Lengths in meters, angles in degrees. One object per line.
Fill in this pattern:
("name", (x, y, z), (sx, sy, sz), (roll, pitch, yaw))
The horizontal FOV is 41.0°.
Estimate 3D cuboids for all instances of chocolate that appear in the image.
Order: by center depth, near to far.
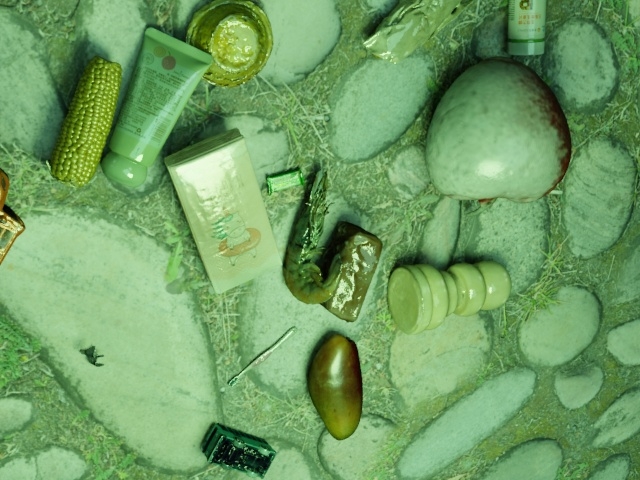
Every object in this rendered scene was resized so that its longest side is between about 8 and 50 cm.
("chocolate", (0.052, 0.070, 1.935), (0.093, 0.148, 0.214), (19, 96, -20))

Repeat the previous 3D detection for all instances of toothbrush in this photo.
("toothbrush", (-0.133, 0.270, 1.991), (0.204, 0.022, 0.017), (-41, 119, -9))

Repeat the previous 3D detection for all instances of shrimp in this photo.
("shrimp", (0.000, 0.000, 1.882), (0.058, 0.169, 0.296), (1, 109, -50))

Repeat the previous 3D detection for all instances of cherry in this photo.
("cherry", (0.383, -0.229, 1.913), (0.326, 0.291, 0.335), (-25, 95, -2))

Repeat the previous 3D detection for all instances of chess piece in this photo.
("chess piece", (0.327, 0.125, 2.063), (0.299, 0.167, 0.167), (-7, 108, -24))

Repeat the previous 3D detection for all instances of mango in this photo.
("mango", (0.036, 0.346, 2.030), (0.133, 0.111, 0.268), (-17, 111, -34))

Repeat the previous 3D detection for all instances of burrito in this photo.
("burrito", (0.259, -0.525, 1.870), (0.392, 0.076, 0.117), (-44, 118, -5))

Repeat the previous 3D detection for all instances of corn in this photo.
("corn", (-0.453, -0.229, 1.667), (0.091, 0.091, 0.260), (23, 98, 12))

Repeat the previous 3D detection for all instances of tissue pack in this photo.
("tissue pack", (-0.198, -0.057, 1.802), (0.170, 0.071, 0.325), (-23, 125, -13))

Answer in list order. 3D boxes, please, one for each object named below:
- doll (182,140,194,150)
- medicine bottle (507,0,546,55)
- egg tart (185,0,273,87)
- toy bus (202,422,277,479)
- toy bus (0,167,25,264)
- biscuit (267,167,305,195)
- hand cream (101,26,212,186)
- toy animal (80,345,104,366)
("doll", (-0.254, -0.171, 1.785), (0.083, 0.050, 0.076), (-1, 114, -22))
("medicine bottle", (0.471, -0.519, 1.954), (0.086, 0.086, 0.183), (-9, 109, -19))
("egg tart", (-0.180, -0.399, 1.736), (0.191, 0.074, 0.191), (-7, 111, -20))
("toy bus", (-0.194, 0.488, 1.992), (0.160, 0.092, 0.079), (26, 93, -33))
("toy bus", (-0.674, 0.004, 1.626), (0.153, 0.143, 0.329), (29, 93, -37))
("biscuit", (-0.078, -0.132, 1.889), (0.089, 0.016, 0.046), (-16, 113, -16))
("hand cream", (-0.341, -0.257, 1.702), (0.147, 0.093, 0.306), (26, 96, 2))
("toy animal", (-0.489, 0.240, 1.829), (0.028, 0.050, 0.084), (-48, 154, -29))
